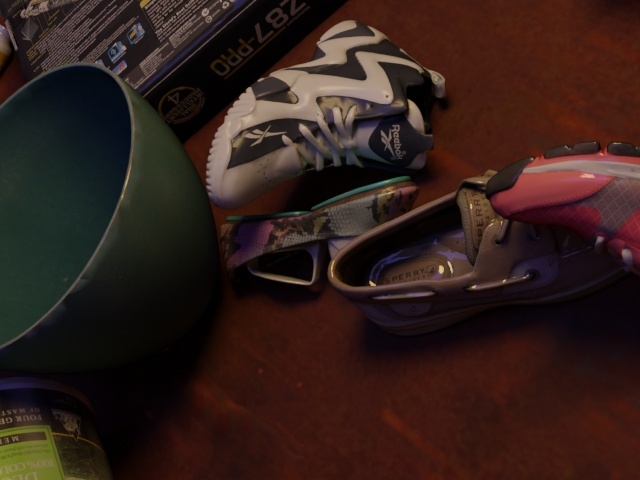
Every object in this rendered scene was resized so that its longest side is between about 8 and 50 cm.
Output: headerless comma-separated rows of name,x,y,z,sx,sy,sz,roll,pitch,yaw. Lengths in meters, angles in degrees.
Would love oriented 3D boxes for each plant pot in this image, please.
plant pot,-0.210,0.008,1.224,0.290,0.195,0.290,-23,52,32

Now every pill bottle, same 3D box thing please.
pill bottle,-0.399,-0.219,1.564,0.043,0.043,0.083,34,90,39

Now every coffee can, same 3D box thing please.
coffee can,-0.260,0.288,1.142,0.201,0.201,0.275,-38,53,15

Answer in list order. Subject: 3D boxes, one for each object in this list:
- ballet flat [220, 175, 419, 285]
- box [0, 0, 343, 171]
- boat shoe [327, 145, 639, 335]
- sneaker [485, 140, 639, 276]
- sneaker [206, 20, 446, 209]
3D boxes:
ballet flat,0.000,0.000,1.183,0.221,0.077,0.079,-12,82,35
box,-0.155,-0.287,1.393,0.395,0.097,0.318,-40,54,13
boat shoe,0.148,-0.005,1.057,0.302,0.098,0.109,-21,59,26
sneaker,0.267,0.010,0.923,0.313,0.116,0.136,8,87,15
sneaker,0.019,-0.093,1.162,0.153,0.094,0.235,27,53,34
